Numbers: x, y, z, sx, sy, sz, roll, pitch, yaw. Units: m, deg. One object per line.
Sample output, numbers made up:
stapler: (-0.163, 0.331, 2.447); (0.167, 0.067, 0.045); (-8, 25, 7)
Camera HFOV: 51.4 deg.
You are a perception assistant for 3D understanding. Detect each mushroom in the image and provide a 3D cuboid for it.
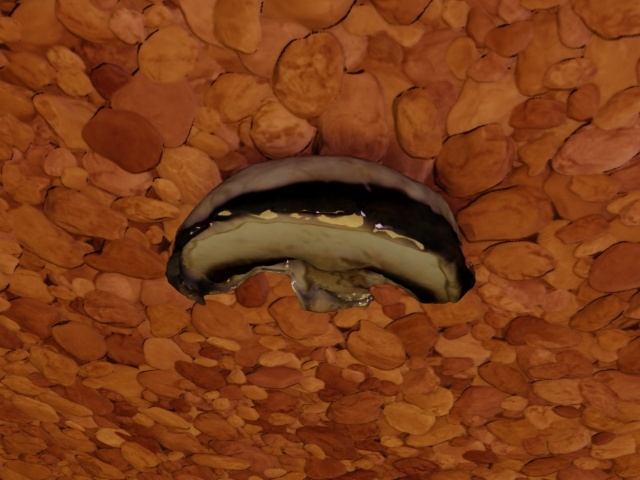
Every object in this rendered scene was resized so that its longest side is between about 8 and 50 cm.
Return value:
mushroom: (-0.001, -0.002, 0.770); (0.344, 0.130, 0.247); (-3, 148, 16)
